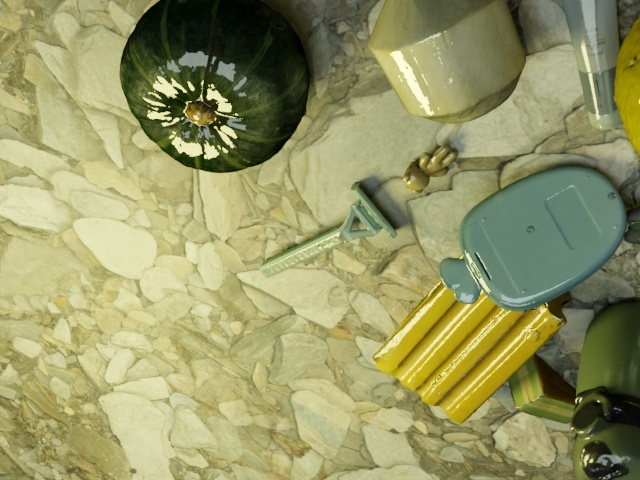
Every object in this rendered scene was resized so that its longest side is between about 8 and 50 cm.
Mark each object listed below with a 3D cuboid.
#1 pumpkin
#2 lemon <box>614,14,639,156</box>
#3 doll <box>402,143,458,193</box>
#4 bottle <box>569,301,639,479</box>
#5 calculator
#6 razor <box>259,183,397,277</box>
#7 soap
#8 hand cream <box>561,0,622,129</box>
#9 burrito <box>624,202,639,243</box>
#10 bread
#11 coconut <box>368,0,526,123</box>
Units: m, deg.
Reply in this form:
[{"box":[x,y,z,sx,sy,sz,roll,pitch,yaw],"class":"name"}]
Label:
[{"box":[-0.161,-0.248,1.615,0.300,0.207,0.300,4,133,5],"class":"pumpkin"},{"box":[0.513,-0.191,1.334,0.268,0.268,0.322,-30,86,36],"class":"lemon"},{"box":[0.176,-0.113,1.664,0.093,0.051,0.061,-21,141,36],"class":"doll"},{"box":[0.471,0.250,1.606,0.168,0.347,0.168,11,125,16],"class":"bottle"},{"box":[0.324,0.002,1.613,0.302,0.042,0.188,-31,81,12],"class":"calculator"},{"box":[-0.004,0.007,1.819,0.278,0.056,0.111,-29,110,35],"class":"razor"},{"box":[0.255,0.154,1.789,0.204,0.096,0.324,35,129,-3],"class":"soap"},{"box":[0.385,-0.278,1.464,0.079,0.048,0.255,-6,118,20],"class":"hand cream"},{"box":[0.584,-0.063,1.518,0.309,0.066,0.096,-28,100,35],"class":"burrito"},{"box":[0.410,0.267,1.859,0.139,0.084,0.074,19,136,-32],"class":"bread"},{"box":[0.172,-0.281,1.455,0.202,0.202,0.222,-12,121,29],"class":"coconut"}]
